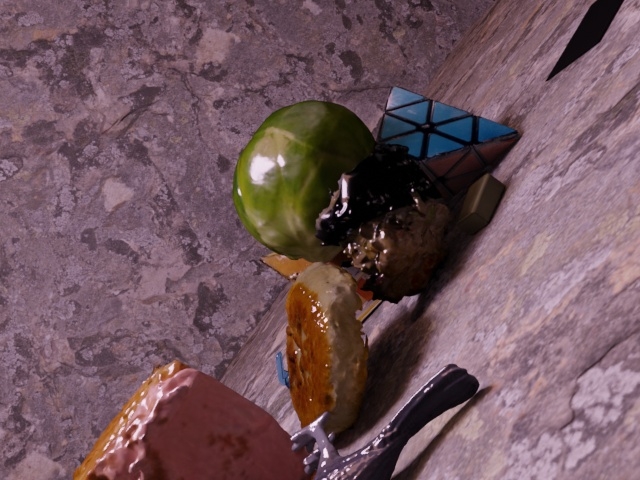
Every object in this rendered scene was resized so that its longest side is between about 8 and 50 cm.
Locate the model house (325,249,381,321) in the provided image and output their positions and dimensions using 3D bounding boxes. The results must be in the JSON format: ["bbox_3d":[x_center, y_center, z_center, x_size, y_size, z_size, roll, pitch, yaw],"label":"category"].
[{"bbox_3d":[0.090,0.053,1.466,0.219,0.135,0.207,-50,5,30],"label":"model house"}]

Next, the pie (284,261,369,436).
[{"bbox_3d":[-0.001,0.185,1.098,0.315,0.092,0.316,-178,90,-76],"label":"pie"}]

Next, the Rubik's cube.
[{"bbox_3d":[0.216,-0.174,1.364,0.228,0.228,0.233,-60,13,1],"label":"Rubik's cube"}]

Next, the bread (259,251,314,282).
[{"bbox_3d":[0.000,0.000,1.911,0.248,0.278,0.316,93,-159,-88],"label":"bread"}]

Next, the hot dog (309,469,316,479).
[{"bbox_3d":[0.001,0.346,0.937,0.058,0.035,0.083,-50,2,26],"label":"hot dog"}]

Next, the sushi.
[{"bbox_3d":[0.129,-0.017,1.166,0.238,0.219,0.225,-25,-29,-21],"label":"sushi"}]

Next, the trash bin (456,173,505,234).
[{"bbox_3d":[0.274,-0.061,1.152,0.092,0.043,0.061,-59,8,-34],"label":"trash bin"}]

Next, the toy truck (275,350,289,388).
[{"bbox_3d":[-0.070,0.295,1.526,0.073,0.090,0.056,-54,6,-8],"label":"toy truck"}]

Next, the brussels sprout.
[{"bbox_3d":[-0.027,-0.104,1.372,0.355,0.281,0.290,73,-147,-51],"label":"brussels sprout"}]

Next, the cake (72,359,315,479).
[{"bbox_3d":[-0.201,0.382,1.015,0.314,0.306,0.293,-56,9,-26],"label":"cake"}]

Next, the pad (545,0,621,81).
[{"bbox_3d":[0.554,-0.442,1.352,0.246,0.006,0.170,-55,5,-21],"label":"pad"}]

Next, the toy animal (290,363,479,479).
[{"bbox_3d":[0.029,0.286,0.805,0.367,0.081,0.205,-55,25,-7],"label":"toy animal"}]
